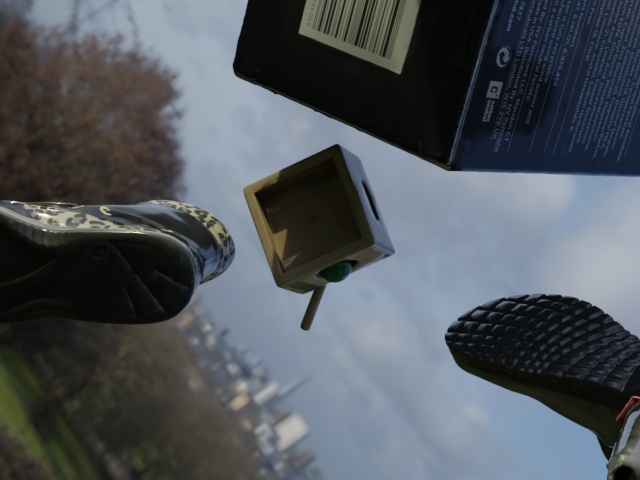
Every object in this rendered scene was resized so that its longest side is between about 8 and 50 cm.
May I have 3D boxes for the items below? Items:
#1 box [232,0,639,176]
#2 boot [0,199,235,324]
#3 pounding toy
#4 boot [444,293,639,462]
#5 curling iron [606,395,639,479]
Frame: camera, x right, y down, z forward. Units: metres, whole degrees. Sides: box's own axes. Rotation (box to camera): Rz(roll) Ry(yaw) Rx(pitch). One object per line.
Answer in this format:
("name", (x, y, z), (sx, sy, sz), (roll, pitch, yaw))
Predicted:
("box", (0.167, -0.207, 1.434), (0.395, 0.212, 0.293), (-2, 22, -46))
("boot", (-0.187, 0.009, 1.086), (0.178, 0.236, 0.085), (-33, 129, -77))
("pounding toy", (0.000, 0.000, 1.482), (0.100, 0.130, 0.141), (22, 45, -68))
("boot", (0.263, 0.182, 1.296), (0.338, 0.118, 0.223), (16, -48, 44))
("curling iron", (0.179, 0.086, 0.788), (0.274, 0.035, 0.068), (-26, 118, -66))
